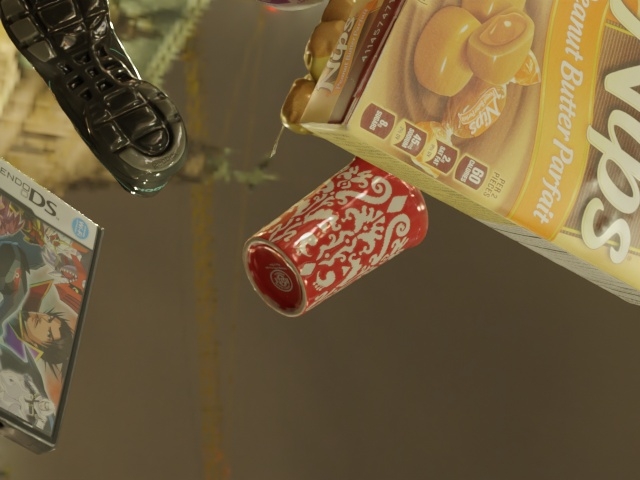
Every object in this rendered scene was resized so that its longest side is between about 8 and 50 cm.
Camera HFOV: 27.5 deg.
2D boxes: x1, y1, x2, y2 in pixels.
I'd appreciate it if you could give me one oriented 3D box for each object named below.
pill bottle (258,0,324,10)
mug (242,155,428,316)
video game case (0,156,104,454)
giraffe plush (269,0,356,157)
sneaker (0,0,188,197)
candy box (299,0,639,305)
[{"bbox_3d":[-0.078,-0.355,1.341,0.169,0.301,0.169,-3,-98,23],"label":"pill bottle"},{"bbox_3d":[0.007,0.006,1.335,0.113,0.169,0.150,49,-34,10],"label":"mug"},{"bbox_3d":[-0.338,0.041,1.314,0.035,0.248,0.275,-21,-133,32],"label":"video game case"},{"bbox_3d":[0.056,-0.144,1.407,0.181,0.170,0.210,-67,180,-49],"label":"giraffe plush"},{"bbox_3d":[-0.219,-0.151,1.202,0.267,0.101,0.106,59,-20,11],"label":"sneaker"},{"bbox_3d":[0.165,-0.092,0.917,0.183,0.316,0.087,-65,-157,-3],"label":"candy box"}]
